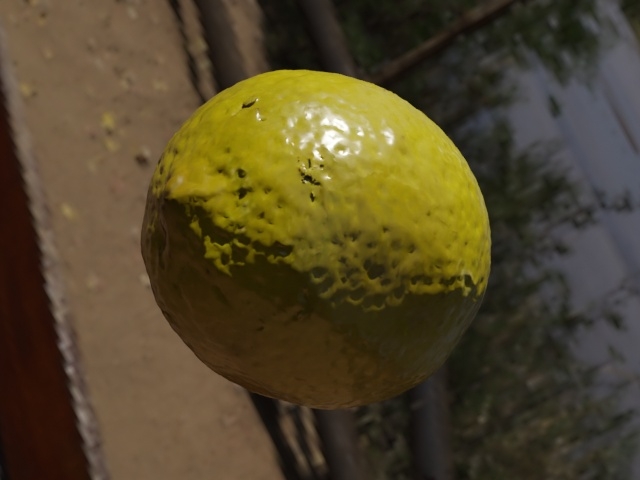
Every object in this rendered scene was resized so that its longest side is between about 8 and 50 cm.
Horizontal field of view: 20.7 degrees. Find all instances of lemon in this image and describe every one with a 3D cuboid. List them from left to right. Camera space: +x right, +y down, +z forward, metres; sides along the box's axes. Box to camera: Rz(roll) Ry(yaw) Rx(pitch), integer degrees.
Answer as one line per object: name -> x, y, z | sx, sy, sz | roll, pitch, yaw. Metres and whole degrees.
lemon -> -0.001, -0.001, 1.625 | 0.336, 0.336, 0.336 | 54, 17, -25
